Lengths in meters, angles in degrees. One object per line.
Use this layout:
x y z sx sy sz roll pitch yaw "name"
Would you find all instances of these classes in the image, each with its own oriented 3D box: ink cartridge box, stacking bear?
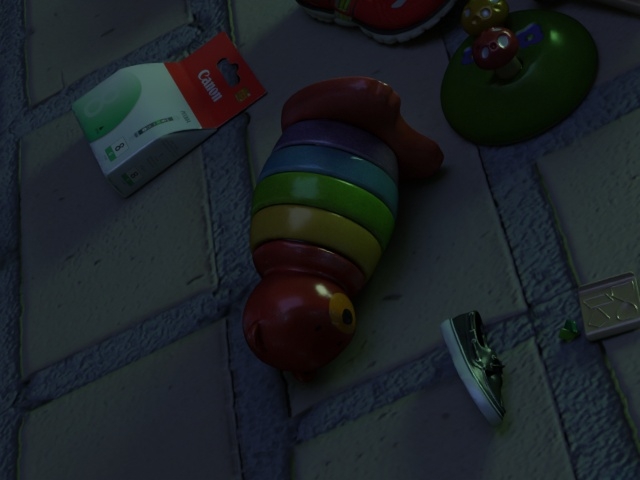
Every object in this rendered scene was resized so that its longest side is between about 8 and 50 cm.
-0.198 -0.179 1.997 0.225 0.056 0.181 -37 41 4 "ink cartridge box"
0.000 0.000 1.621 0.164 0.175 0.289 -1 60 33 "stacking bear"

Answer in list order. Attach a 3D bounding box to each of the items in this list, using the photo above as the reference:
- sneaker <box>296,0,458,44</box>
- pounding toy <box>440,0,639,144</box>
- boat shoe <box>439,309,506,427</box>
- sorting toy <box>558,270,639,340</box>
0.049 -0.317 1.891 0.279 0.118 0.107 14 63 43 "sneaker"
0.214 -0.225 1.696 0.237 0.110 0.183 -48 42 -10 "pounding toy"
0.151 0.117 1.480 0.040 0.049 0.142 -31 39 8 "boat shoe"
0.261 0.067 1.471 0.083 0.012 0.062 -18 50 17 "sorting toy"
